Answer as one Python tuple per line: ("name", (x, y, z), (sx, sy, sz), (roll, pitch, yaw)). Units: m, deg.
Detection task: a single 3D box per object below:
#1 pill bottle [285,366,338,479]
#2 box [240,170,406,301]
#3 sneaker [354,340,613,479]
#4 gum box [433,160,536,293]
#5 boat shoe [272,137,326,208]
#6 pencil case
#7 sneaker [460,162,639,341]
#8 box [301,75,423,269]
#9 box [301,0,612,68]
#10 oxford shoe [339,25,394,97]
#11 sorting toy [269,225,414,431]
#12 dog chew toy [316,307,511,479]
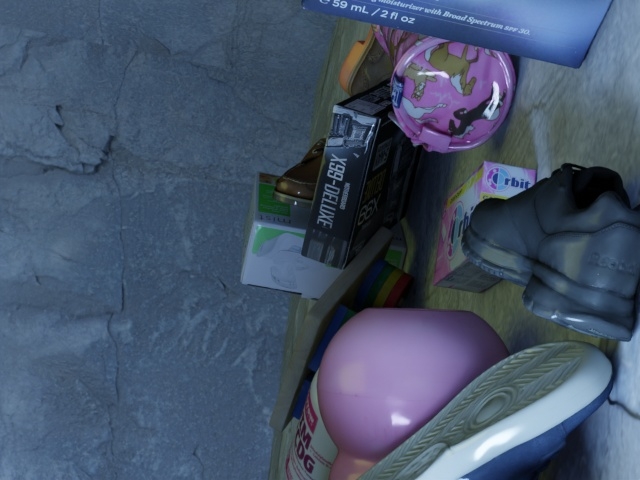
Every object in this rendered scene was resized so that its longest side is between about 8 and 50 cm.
("pill bottle", (0.052, 0.253, 1.638), (0.160, 0.160, 0.283), (-87, 10, -46))
("box", (0.000, 0.000, 2.040), (0.231, 0.262, 0.127), (-93, 15, -66))
("sneaker", (0.141, 0.229, 1.036), (0.350, 0.148, 0.131), (-42, 7, 26))
("gum box", (0.184, -0.010, 1.354), (0.188, 0.062, 0.107), (125, 155, -74))
("boat shoe", (0.011, -0.121, 1.941), (0.307, 0.110, 0.104), (-27, -48, -67))
("pencil case", (0.157, -0.259, 1.588), (0.386, 0.167, 0.160), (-92, -19, -62))
("sneaker", (0.213, -0.008, 1.032), (0.286, 0.109, 0.130), (-134, 61, -71))
("box", (0.081, -0.116, 1.835), (0.307, 0.076, 0.242), (-37, -37, -63))
("box", (0.155, -0.351, 1.116), (0.294, 0.296, 0.183), (107, 171, -48))
("oxford shoe", (0.157, -0.358, 2.036), (0.133, 0.130, 0.364), (58, 142, 28))
("sorting toy", (0.045, 0.150, 1.809), (0.257, 0.089, 0.255), (-47, -18, -47))
("dog chew toy", (0.095, 0.236, 1.204), (0.206, 0.206, 0.332), (162, 110, -82))
